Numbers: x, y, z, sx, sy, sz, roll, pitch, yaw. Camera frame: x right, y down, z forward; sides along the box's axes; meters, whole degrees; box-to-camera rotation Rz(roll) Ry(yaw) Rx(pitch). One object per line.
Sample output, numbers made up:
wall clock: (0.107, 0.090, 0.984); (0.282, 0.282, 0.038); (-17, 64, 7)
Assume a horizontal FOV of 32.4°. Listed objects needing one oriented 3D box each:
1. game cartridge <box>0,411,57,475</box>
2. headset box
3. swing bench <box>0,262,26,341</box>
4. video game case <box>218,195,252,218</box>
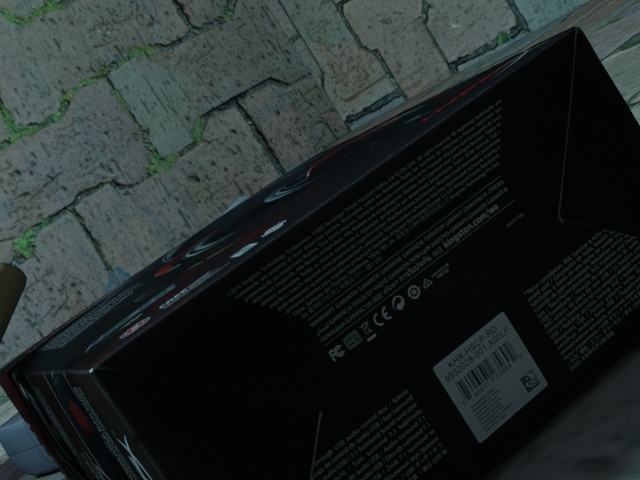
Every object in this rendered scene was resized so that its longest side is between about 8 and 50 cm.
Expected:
game cartridge: (-0.116, 0.091, 0.865); (0.294, 0.060, 0.196); (-28, 4, 34)
headset box: (-0.014, 0.039, 0.492); (0.218, 0.110, 0.293); (-36, 7, -21)
swing bench: (-0.300, 0.098, 0.462); (0.165, 0.253, 0.254); (19, -94, -75)
video game case: (0.000, 0.000, 0.773); (0.193, 0.023, 0.212); (-8, 18, 18)
